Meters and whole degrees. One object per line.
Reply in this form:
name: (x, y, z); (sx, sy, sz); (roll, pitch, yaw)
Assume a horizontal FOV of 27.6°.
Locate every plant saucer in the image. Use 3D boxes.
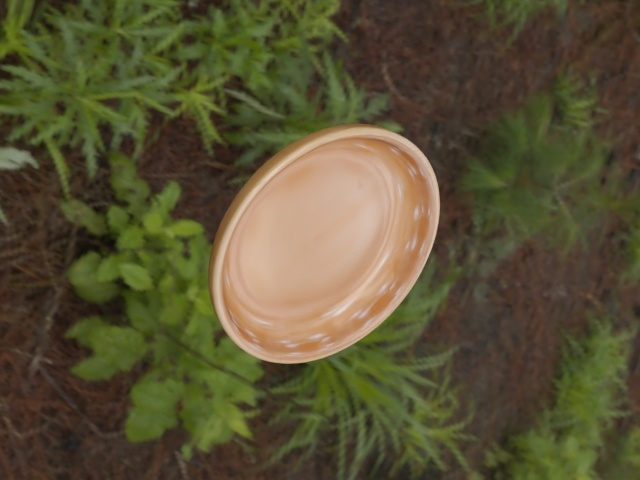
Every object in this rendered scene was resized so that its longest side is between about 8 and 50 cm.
plant saucer: (0.000, 0.000, 0.984); (0.200, 0.037, 0.200); (-19, 128, -27)
